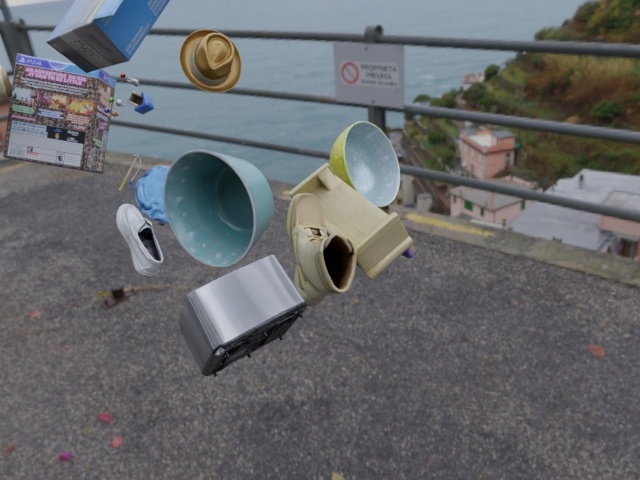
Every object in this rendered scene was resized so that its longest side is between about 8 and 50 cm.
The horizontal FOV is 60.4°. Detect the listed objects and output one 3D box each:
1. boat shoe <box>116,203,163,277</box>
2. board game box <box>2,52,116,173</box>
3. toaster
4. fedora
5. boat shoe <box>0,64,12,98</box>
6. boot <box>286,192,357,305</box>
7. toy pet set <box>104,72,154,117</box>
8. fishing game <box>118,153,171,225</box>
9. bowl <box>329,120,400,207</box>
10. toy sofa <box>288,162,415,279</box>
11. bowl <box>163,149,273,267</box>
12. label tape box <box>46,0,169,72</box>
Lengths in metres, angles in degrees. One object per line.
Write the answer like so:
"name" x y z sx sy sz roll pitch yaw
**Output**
"boat shoe" -0.376 -0.012 1.153 0.066 0.063 0.184 12 44 -46
"board game box" -0.744 -0.356 1.583 0.232 0.290 0.141 10 3 -3
"toaster" -0.125 0.121 0.869 0.168 0.185 0.110 -26 76 -27
"fedora" -0.296 -0.511 1.532 0.194 0.194 0.079 -23 1 -29
"boat shoe" -0.910 -0.419 1.451 0.098 0.109 0.302 -26 33 -35
"boot" 0.000 0.000 1.185 0.095 0.261 0.203 2 -14 -20
"toy pet set" -0.533 -0.395 1.565 0.065 0.122 0.114 27 4 15
"fishing game" -0.464 -0.133 1.654 0.041 0.264 0.189 -29 43 55
"bowl" 0.120 -0.237 1.843 0.156 0.289 0.289 -14 15 44
"toy sofa" 0.082 -0.045 1.487 0.150 0.177 0.362 -40 43 -6
"bowl" -0.246 -0.097 1.456 0.312 0.311 0.163 11 22 31
"label tape box" -0.394 -0.487 1.126 0.348 0.115 0.249 11 68 45
